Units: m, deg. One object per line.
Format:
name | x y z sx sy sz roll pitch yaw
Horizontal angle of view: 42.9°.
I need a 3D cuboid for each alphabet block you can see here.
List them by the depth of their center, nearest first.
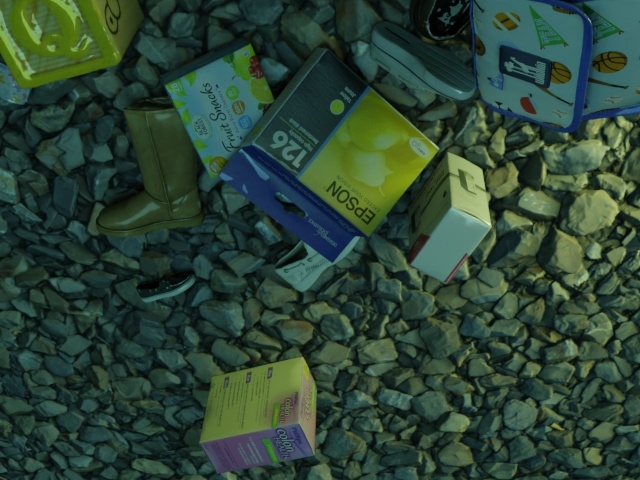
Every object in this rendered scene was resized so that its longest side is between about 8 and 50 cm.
alphabet block | -0.435 -0.397 1.374 0.193 0.197 0.192 -14 123 12

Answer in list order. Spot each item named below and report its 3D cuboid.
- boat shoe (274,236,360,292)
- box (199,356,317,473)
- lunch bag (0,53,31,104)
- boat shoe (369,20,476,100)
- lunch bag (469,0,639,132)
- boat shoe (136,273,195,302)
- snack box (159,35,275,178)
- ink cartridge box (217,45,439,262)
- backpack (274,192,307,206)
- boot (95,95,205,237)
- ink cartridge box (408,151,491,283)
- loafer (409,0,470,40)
boat shoe | 0.000 0.000 1.701 0.096 0.098 0.277 31 122 -19
box | -0.140 0.411 1.925 0.243 0.213 0.117 -15 123 11
lunch bag | -0.582 -0.303 1.534 0.083 0.053 0.071 26 120 -4
boat shoe | 0.180 -0.305 1.450 0.083 0.226 0.076 -31 152 -30
lunch bag | 0.435 -0.350 1.306 0.385 0.239 0.328 -6 151 9
boat shoe | -0.346 0.100 1.814 0.142 0.049 0.040 -20 122 18
snack box | -0.174 -0.246 1.519 0.174 0.070 0.207 -26 122 -6
ink cartridge box | 0.019 -0.150 1.540 0.303 0.072 0.307 37 90 -24
backpack | -0.074 -0.116 1.621 0.114 0.105 0.084 6 103 -4
boot | -0.352 -0.148 1.620 0.236 0.089 0.269 -9 126 -7
ink cartridge box | 0.246 -0.048 1.586 0.092 0.218 0.158 27 122 -10
loafer | 0.284 -0.469 1.340 0.134 0.130 0.366 24 123 -15
